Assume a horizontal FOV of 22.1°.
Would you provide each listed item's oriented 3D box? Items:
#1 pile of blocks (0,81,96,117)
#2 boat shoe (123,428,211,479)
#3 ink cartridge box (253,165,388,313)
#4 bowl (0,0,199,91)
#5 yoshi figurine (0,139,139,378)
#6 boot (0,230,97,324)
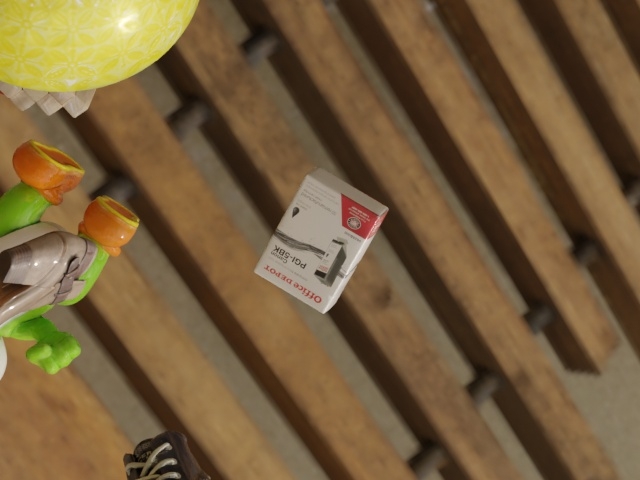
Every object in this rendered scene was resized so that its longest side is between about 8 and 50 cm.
[{"bbox_3d":[-0.330,-0.264,1.817,0.113,0.149,0.362,-30,-129,24],"label":"pile of blocks"},{"bbox_3d":[-0.205,0.328,2.055,0.127,0.158,0.340,-28,174,0],"label":"boat shoe"},{"bbox_3d":[0.000,0.000,1.860,0.135,0.099,0.056,-61,174,17],"label":"ink cartridge box"},{"bbox_3d":[-0.237,-0.297,1.489,0.289,0.289,0.156,-43,175,-20],"label":"bowl"},{"bbox_3d":[-0.376,0.072,1.824,0.362,0.203,0.203,-50,-138,6],"label":"yoshi figurine"},{"bbox_3d":[-0.218,0.039,1.215,0.087,0.042,0.118,-2,141,-52],"label":"boot"}]
